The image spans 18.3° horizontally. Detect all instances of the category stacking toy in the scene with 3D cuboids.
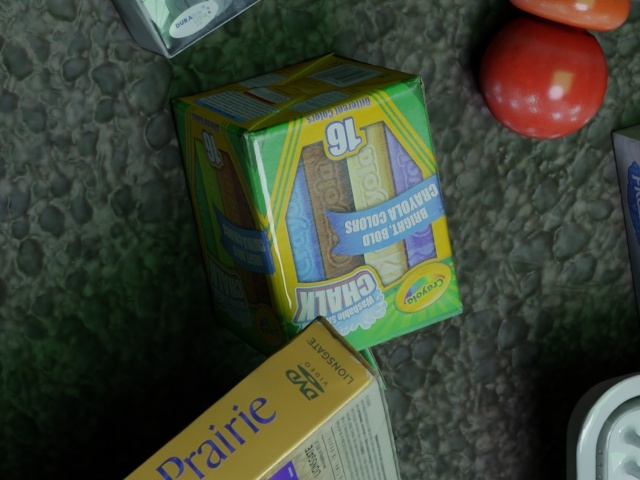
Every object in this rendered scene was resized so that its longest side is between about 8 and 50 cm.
[{"bbox_3d":[0.188,-0.228,1.355,0.141,0.141,0.330,9,103,-29],"label":"stacking toy"}]

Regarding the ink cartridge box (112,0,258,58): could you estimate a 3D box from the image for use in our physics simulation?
[{"bbox_3d":[-0.112,-0.294,1.219,0.165,0.065,0.332,-35,115,-14],"label":"ink cartridge box"}]

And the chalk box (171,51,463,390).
[{"bbox_3d":[0.000,0.000,1.312,0.132,0.132,0.213,-18,109,-23],"label":"chalk box"}]

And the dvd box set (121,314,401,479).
[{"bbox_3d":[-0.124,0.254,1.255,0.420,0.062,0.307,-40,156,-12],"label":"dvd box set"}]

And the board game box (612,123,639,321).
[{"bbox_3d":[0.396,0.023,1.558,0.319,0.066,0.318,-20,111,-21],"label":"board game box"}]

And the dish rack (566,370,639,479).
[{"bbox_3d":[0.322,0.202,1.491,0.333,0.072,0.285,-10,109,-23],"label":"dish rack"}]
